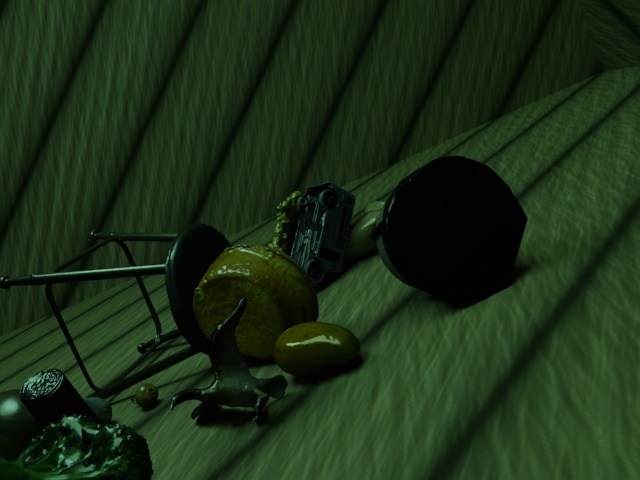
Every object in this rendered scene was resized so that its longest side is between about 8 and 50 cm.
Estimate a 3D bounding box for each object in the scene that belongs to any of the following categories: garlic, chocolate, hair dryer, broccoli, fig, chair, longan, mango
[{"bbox_3d":[0.135,-0.024,1.942,0.217,0.110,0.228,-38,6,-14],"label":"garlic"},{"bbox_3d":[-0.486,0.352,1.395,0.072,0.072,0.167,-19,-22,21],"label":"chocolate"},{"bbox_3d":[-0.433,0.360,1.207,0.089,0.197,0.251,-27,33,-13],"label":"hair dryer"},{"bbox_3d":[-0.343,0.335,0.823,0.297,0.297,0.297,-24,46,27],"label":"broccoli"},{"bbox_3d":[0.241,-0.014,1.368,0.283,0.283,0.186,-25,-7,-9],"label":"chocolate"},{"bbox_3d":[-0.376,0.332,1.459,0.083,0.050,0.050,-32,3,41],"label":"fig"},{"bbox_3d":[-0.415,0.153,1.630,0.410,0.364,0.362,-13,14,22],"label":"chair"},{"bbox_3d":[-0.615,0.383,1.399,0.189,0.189,0.189,-22,11,5],"label":"longan"},{"bbox_3d":[-0.007,0.194,1.255,0.165,0.089,0.115,-17,14,14],"label":"mango"}]

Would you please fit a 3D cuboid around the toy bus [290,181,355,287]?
[{"bbox_3d":[0.000,0.000,1.842,0.133,0.292,0.125,23,-19,-33],"label":"toy bus"}]

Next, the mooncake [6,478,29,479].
[{"bbox_3d":[-0.265,0.360,0.611,0.283,0.141,0.283,-7,59,11],"label":"mooncake"}]

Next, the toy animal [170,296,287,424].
[{"bbox_3d":[-0.158,0.246,1.168,0.160,0.272,0.197,20,23,17],"label":"toy animal"}]

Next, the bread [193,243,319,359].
[{"bbox_3d":[-0.137,0.127,1.426,0.268,0.268,0.146,-16,18,32],"label":"bread"}]

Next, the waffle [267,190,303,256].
[{"bbox_3d":[-0.098,0.006,1.933,0.051,0.291,0.291,14,22,12],"label":"waffle"}]
